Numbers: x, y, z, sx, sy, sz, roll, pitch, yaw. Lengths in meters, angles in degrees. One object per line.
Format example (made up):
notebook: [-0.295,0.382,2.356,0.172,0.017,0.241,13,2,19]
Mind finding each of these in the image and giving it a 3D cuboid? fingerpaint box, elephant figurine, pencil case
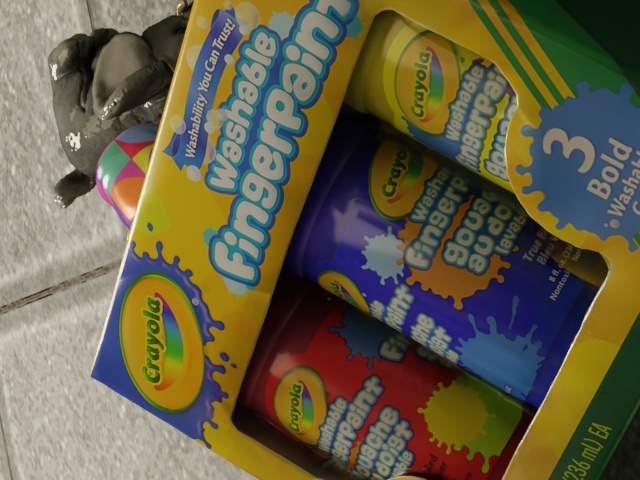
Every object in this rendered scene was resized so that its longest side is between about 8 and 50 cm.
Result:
fingerpaint box: [0.071,-0.005,1.152,0.371,0.163,0.445,30,128,12]
elephant figurine: [-0.153,-0.151,1.610,0.239,0.169,0.186,-8,100,52]
pencil case: [-0.107,-0.013,1.496,0.236,0.104,0.104,43,132,39]

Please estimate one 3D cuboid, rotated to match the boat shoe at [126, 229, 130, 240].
boat shoe: [-0.131,0.016,1.604,0.109,0.091,0.305,-33,42,16]
